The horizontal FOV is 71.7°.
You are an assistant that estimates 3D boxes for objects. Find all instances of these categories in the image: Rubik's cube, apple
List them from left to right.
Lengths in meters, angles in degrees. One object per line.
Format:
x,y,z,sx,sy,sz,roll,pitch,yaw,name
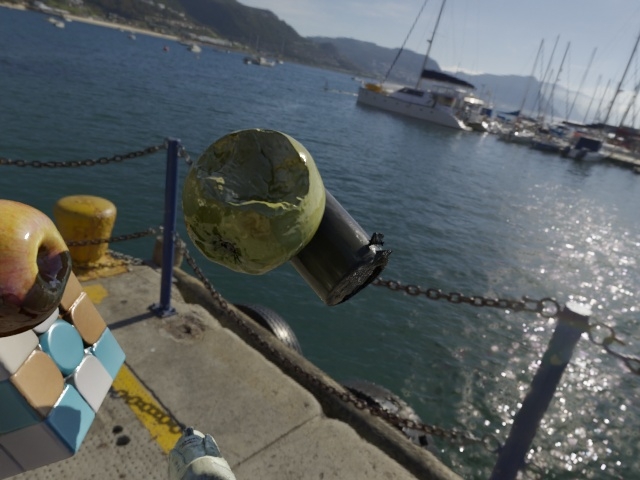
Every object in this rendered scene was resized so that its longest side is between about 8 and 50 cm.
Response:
-0.489,0.043,0.661,0.187,0.211,0.211,-3,22,-1,apple
-0.722,0.290,1.002,0.346,0.347,0.344,-20,22,3,Rubik's cube
-0.130,-0.071,0.844,0.278,0.280,0.279,10,21,-4,apple

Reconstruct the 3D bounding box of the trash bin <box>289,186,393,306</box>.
0.000,0.000,1.121,0.301,0.252,0.202,48,22,22,trash bin

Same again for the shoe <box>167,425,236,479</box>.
-0.248,0.466,0.876,0.132,0.342,0.211,-13,49,-23,shoe
